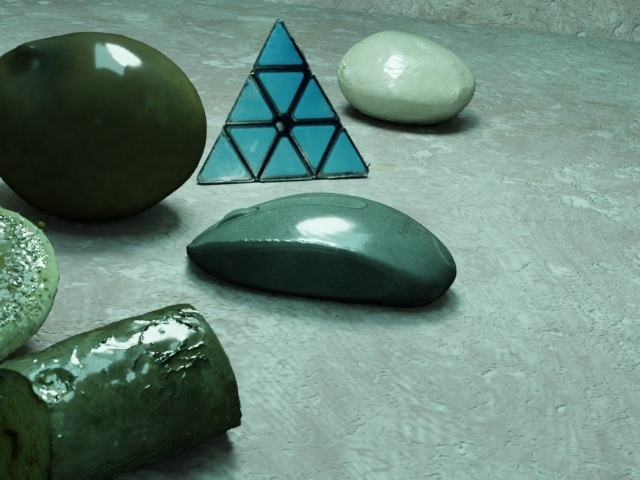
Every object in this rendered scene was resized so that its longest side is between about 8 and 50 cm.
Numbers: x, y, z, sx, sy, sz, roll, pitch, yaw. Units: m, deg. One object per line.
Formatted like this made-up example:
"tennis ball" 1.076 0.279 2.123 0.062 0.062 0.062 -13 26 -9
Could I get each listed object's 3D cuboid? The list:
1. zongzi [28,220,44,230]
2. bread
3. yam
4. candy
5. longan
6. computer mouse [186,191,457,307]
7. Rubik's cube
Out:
"zongzi" -0.472 0.001 1.312 0.187 0.084 0.184 9 24 5
"bread" -0.426 0.048 1.150 0.267 0.040 0.267 2 46 -2
"yam" -0.187 0.145 0.967 0.254 0.154 0.154 -13 29 -40
"candy" 0.180 -0.343 2.153 0.295 0.185 0.295 5 17 -1
"longan" -0.340 -0.167 1.518 0.350 0.288 0.288 2 21 15
"computer mouse" 0.000 -0.004 1.394 0.374 0.114 0.203 7 24 6
"Rubik's cube" -0.082 -0.202 1.807 0.228 0.233 0.229 35 33 -54
